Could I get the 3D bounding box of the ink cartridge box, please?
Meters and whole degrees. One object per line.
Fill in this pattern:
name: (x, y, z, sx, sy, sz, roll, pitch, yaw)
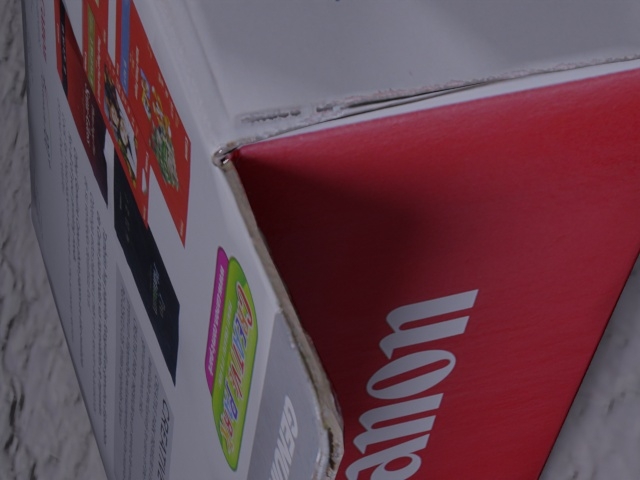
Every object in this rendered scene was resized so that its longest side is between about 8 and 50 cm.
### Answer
ink cartridge box: (0.000, 0.000, 0.562, 0.309, 0.130, 0.271, 101, 153, -57)
